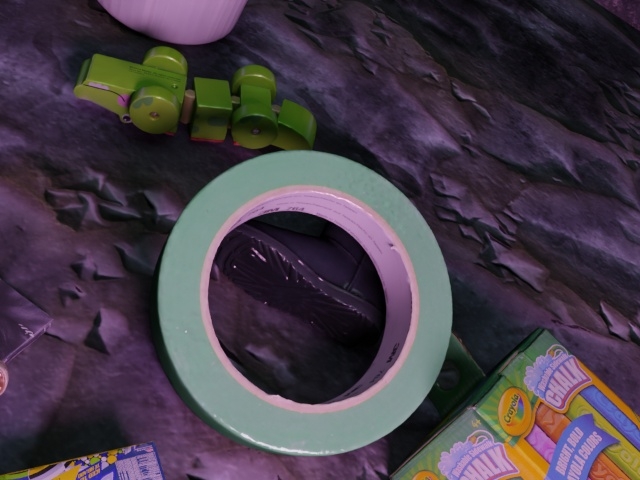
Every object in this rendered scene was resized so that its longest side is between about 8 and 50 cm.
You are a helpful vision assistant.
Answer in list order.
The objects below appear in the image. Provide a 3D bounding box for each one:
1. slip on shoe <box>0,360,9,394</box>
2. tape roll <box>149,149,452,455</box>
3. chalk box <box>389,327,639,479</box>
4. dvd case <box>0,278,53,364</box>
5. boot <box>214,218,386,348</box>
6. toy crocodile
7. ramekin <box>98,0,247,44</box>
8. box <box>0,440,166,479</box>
[{"bbox_3d":[-0.350,0.118,0.670,0.135,0.051,0.041,1,13,-21],"label":"slip on shoe"},{"bbox_3d":[-0.017,0.065,0.809,0.321,0.077,0.321,5,74,-18],"label":"tape roll"},{"bbox_3d":[0.213,0.231,0.813,0.289,0.180,0.179,44,44,14],"label":"chalk box"},{"bbox_3d":[-0.402,0.062,0.731,0.221,0.018,0.164,36,43,5],"label":"dvd case"},{"bbox_3d":[0.000,0.000,0.962,0.246,0.094,0.207,31,44,-7],"label":"boot"},{"bbox_3d":[-0.164,-0.183,1.044,0.340,0.105,0.115,8,48,-17],"label":"toy crocodile"},{"bbox_3d":[-0.236,-0.439,1.202,0.277,0.135,0.277,16,44,-16],"label":"ramekin"},{"bbox_3d":[-0.223,0.227,0.651,0.169,0.059,0.054,-4,53,-33],"label":"box"}]
